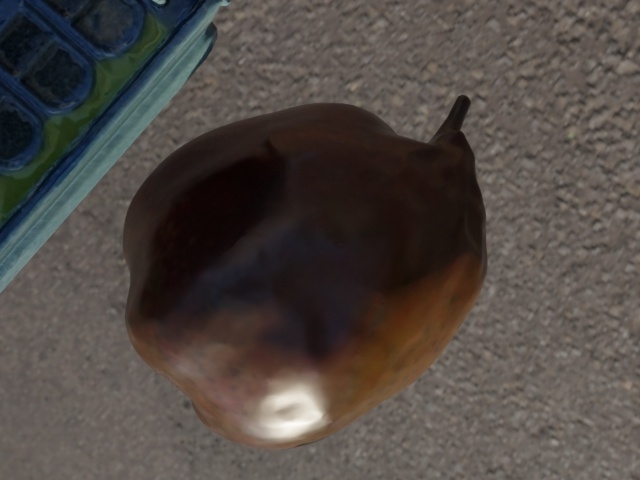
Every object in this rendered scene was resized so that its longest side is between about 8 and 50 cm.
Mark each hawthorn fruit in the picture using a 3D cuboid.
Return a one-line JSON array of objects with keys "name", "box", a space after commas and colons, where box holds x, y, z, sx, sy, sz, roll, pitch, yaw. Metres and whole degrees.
[{"name": "hawthorn fruit", "box": [0.000, 0.000, 0.726, 0.248, 0.208, 0.208, -41, 101, 12]}]

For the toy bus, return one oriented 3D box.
[{"name": "toy bus", "box": [-0.209, -0.073, 0.619, 0.190, 0.312, 0.152, 41, -179, -13]}]
